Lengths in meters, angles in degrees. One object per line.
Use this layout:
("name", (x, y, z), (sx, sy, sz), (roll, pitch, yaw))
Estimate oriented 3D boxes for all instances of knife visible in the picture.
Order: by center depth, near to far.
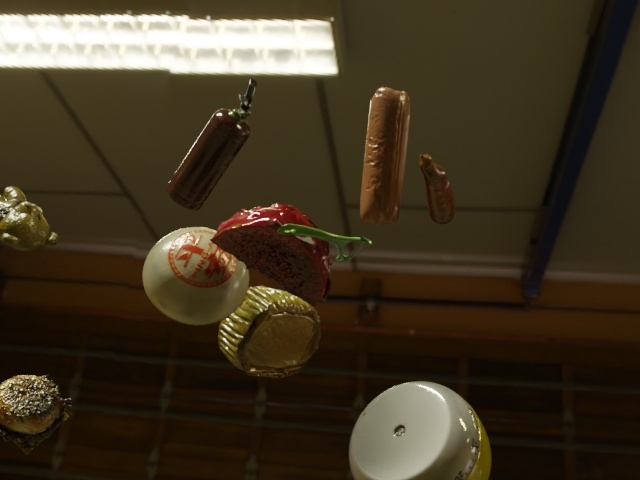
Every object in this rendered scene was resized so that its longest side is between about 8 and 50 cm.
("knife", (0.000, -0.002, 1.302), (0.166, 0.022, 0.078), (17, -45, -32))

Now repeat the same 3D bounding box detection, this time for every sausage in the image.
("sausage", (0.132, -0.172, 1.611), (0.086, 0.288, 0.086), (6, -9, 1))

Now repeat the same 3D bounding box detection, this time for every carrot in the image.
("carrot", (0.231, -0.102, 1.567), (0.059, 0.059, 0.248), (-1, -27, 16))

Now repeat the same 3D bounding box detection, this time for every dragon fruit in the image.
("dragon fruit", (-0.064, 0.010, 1.561), (0.262, 0.163, 0.189), (36, -23, -12))

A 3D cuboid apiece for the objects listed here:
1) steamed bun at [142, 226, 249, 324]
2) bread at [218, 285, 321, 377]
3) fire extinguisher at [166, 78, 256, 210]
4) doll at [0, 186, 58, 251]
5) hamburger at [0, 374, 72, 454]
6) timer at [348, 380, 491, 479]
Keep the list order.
("steamed bun", (-0.263, 0.063, 1.710), (0.232, 0.231, 0.145), (12, -44, -13))
("bread", (-0.128, 0.235, 2.021), (0.253, 0.227, 0.142), (19, 4, -45))
("fire extinguisher", (-0.251, -0.240, 1.935), (0.102, 0.138, 0.344), (27, -66, -23))
("doll", (-0.630, -0.058, 1.634), (0.137, 0.209, 0.097), (-5, -52, -46))
("hamburger", (-0.607, 0.342, 1.641), (0.164, 0.189, 0.093), (28, -60, -3))
("timer", (0.213, 0.431, 1.519), (0.285, 0.285, 0.285), (5, -24, 2))
